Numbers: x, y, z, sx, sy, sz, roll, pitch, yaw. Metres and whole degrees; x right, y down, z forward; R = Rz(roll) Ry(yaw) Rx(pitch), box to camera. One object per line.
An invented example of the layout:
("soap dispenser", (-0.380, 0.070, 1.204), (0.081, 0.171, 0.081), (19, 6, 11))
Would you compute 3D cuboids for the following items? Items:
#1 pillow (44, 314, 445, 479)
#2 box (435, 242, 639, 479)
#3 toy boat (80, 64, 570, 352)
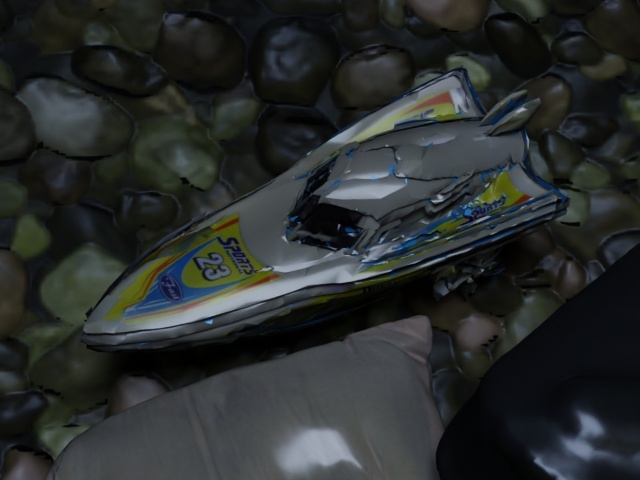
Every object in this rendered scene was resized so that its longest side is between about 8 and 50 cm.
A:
("pillow", (0.002, 0.160, 0.563), (0.173, 0.067, 0.270), (-16, 59, -10))
("box", (0.228, 0.093, 0.597), (0.290, 0.073, 0.289), (42, 52, 20))
("toy boat", (0.000, 0.000, 0.672), (0.210, 0.066, 0.084), (-24, 59, -17))
